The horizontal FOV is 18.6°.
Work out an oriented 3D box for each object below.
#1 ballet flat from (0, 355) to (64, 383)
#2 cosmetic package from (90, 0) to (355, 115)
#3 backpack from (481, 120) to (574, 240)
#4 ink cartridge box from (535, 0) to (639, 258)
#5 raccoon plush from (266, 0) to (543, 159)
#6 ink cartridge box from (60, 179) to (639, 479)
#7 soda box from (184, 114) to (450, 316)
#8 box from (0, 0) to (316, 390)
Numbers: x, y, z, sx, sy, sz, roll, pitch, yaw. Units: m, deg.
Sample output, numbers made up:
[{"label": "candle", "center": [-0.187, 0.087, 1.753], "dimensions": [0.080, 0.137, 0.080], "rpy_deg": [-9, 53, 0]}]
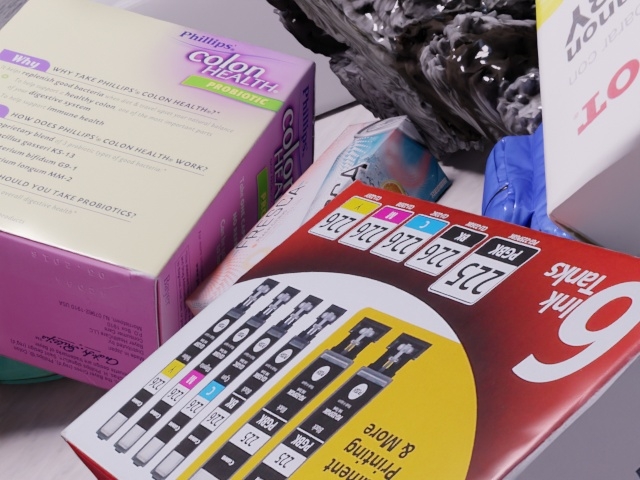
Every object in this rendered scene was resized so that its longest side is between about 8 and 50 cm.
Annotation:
[{"label": "ballet flat", "center": [-0.237, 0.058, 1.399], "dimensions": [0.247, 0.087, 0.083], "rpy_deg": [-11, 30, 44]}, {"label": "cosmetic package", "center": [-0.063, -0.189, 1.586], "dimensions": [0.385, 0.156, 0.217], "rpy_deg": [-16, 28, 35]}, {"label": "backpack", "center": [0.132, 0.002, 0.967], "dimensions": [0.101, 0.098, 0.120], "rpy_deg": [-7, 36, 2]}, {"label": "ink cartridge box", "center": [0.242, -0.174, 0.907], "dimensions": [0.279, 0.160, 0.384], "rpy_deg": [-44, 27, 34]}, {"label": "raccoon plush", "center": [0.157, -0.192, 1.238], "dimensions": [0.299, 0.216, 0.446], "rpy_deg": [-44, 52, -7]}, {"label": "ink cartridge box", "center": [0.018, 0.122, 0.847], "dimensions": [0.272, 0.130, 0.309], "rpy_deg": [-41, 23, -15]}, {"label": "soda box", "center": [0.000, 0.000, 1.224], "dimensions": [0.063, 0.058, 0.183], "rpy_deg": [-6, 36, 51]}, {"label": "box", "center": [-0.147, -0.035, 1.296], "dimensions": [0.214, 0.117, 0.243], "rpy_deg": [16, 44, 16]}]
